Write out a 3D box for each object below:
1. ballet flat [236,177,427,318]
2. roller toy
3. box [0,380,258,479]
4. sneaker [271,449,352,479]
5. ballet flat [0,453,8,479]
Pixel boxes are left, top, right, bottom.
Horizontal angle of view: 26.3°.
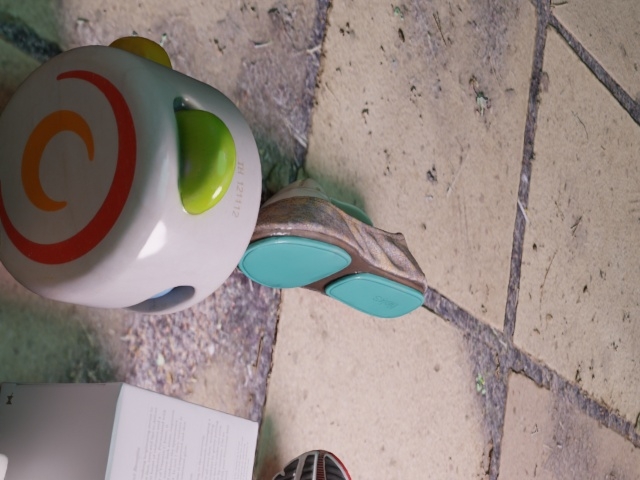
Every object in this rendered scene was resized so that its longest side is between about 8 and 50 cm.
[{"bbox_3d":[0.000,0.000,1.361,0.316,0.107,0.106,27,44,-57],"label":"ballet flat"},{"bbox_3d":[-0.149,-0.043,1.049,0.146,0.209,0.191,16,113,-54],"label":"roller toy"},{"bbox_3d":[-0.153,0.170,1.070,0.170,0.130,0.091,26,66,-51],"label":"box"},{"bbox_3d":[0.009,0.330,1.348,0.118,0.107,0.279,-44,128,-70],"label":"sneaker"},{"bbox_3d":[-0.267,0.111,0.951,0.124,0.116,0.343,31,56,-72],"label":"ballet flat"}]
